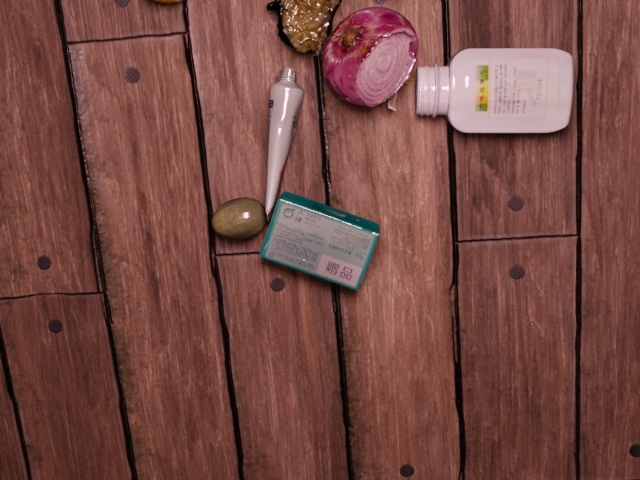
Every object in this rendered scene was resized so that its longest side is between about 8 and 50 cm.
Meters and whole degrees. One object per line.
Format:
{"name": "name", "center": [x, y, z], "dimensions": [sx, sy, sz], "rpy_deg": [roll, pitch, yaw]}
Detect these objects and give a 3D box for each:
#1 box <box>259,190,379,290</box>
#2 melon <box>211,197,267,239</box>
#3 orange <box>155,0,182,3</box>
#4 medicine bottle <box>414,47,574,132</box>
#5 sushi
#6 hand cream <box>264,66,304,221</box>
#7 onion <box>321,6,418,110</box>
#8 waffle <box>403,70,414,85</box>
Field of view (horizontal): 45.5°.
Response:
{"name": "box", "center": [0.000, 0.000, 1.766], "dimensions": [0.245, 0.092, 0.153], "rpy_deg": [20, 106, -1]}
{"name": "melon", "center": [-0.187, -0.049, 1.763], "dimensions": [0.131, 0.098, 0.098], "rpy_deg": [-14, 103, 10]}
{"name": "orange", "center": [-0.327, -0.583, 1.616], "dimensions": [0.156, 0.124, 0.156], "rpy_deg": [1, 108, 2]}
{"name": "medicine bottle", "center": [0.367, -0.322, 1.640], "dimensions": [0.324, 0.124, 0.179], "rpy_deg": [0, 103, 2]}
{"name": "sushi", "center": [-0.028, -0.512, 1.619], "dimensions": [0.147, 0.115, 0.212], "rpy_deg": [24, 106, -3]}
{"name": "hand cream", "center": [-0.088, -0.216, 1.708], "dimensions": [0.078, 0.124, 0.340], "rpy_deg": [7, 101, 1]}
{"name": "onion", "center": [0.095, -0.394, 1.612], "dimensions": [0.201, 0.200, 0.207], "rpy_deg": [20, 120, -2]}
{"name": "waffle", "center": [0.171, -0.382, 1.691], "dimensions": [0.078, 0.016, 0.085], "rpy_deg": [-33, 100, 16]}
